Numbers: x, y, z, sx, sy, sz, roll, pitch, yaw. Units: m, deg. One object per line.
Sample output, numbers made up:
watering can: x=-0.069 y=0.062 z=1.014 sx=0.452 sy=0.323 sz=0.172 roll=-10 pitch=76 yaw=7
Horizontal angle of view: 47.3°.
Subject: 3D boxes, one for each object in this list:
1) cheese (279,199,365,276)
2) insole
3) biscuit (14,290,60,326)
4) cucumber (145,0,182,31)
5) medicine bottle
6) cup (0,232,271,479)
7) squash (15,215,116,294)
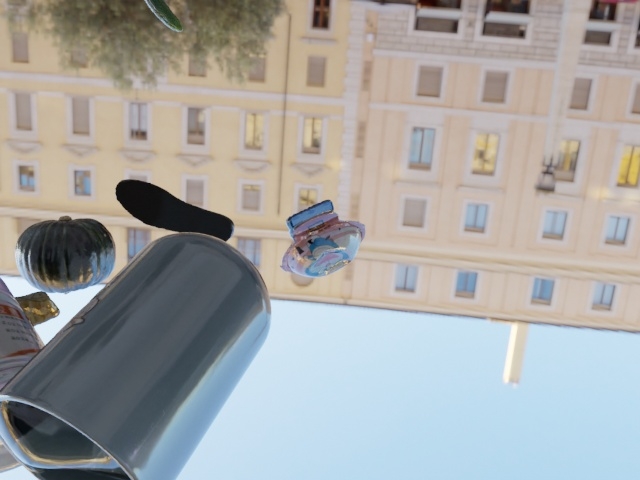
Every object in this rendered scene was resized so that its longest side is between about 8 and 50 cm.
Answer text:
cheese: x=0.000 y=0.000 z=1.431 sx=0.189 sy=0.286 sz=0.074 roll=-26 pitch=-115 yaw=-3
insole: x=-0.362 y=-0.072 z=1.814 sx=0.309 sy=0.110 sz=0.012 roll=18 pitch=-161 yaw=-3
biscuit: x=-0.642 y=0.122 z=1.458 sx=0.174 sy=0.183 sz=0.039 roll=-25 pitch=-141 yaw=-1
cucumber: x=-0.362 y=-0.524 z=1.617 sx=0.039 sy=0.168 sz=0.039 roll=-38 pitch=-179 yaw=1
medicine bottle: x=-0.554 y=0.199 z=1.185 sx=0.202 sy=0.202 sz=0.316 roll=-11 pitch=-142 yaw=-40
cup: x=-0.199 y=0.141 z=0.853 sx=0.205 sy=0.205 sz=0.312 roll=12 pitch=-137 yaw=22
squash: x=-0.569 y=0.032 z=1.643 sx=0.218 sy=0.172 sz=0.218 roll=-13 pitch=178 yaw=-1
